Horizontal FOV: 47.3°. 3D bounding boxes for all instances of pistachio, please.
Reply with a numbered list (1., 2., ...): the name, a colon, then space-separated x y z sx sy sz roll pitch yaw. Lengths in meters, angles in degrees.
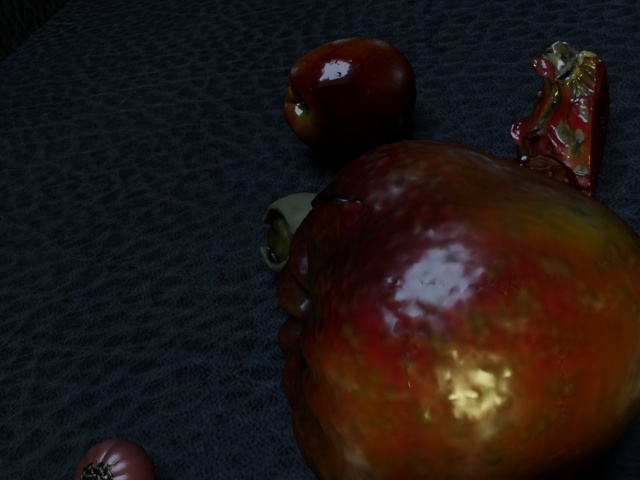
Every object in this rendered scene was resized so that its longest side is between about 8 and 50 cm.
1. pistachio: 0.000 0.000 1.091 0.238 0.153 0.138 9 89 36

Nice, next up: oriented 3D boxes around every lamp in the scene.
1. lamp: -0.254 0.299 0.901 0.107 0.092 0.107 -7 73 25

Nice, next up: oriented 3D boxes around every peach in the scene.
1. peach: 0.055 -0.253 1.301 0.243 0.199 0.243 -13 0 0

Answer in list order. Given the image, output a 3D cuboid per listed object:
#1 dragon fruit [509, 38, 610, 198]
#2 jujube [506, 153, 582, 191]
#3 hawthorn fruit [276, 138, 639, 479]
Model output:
1. dragon fruit: 0.356 -0.196 1.088 0.134 0.211 0.262 8 42 23
2. jujube: 0.246 -0.026 0.987 0.230 0.155 0.155 -30 39 -22
3. hawthorn fruit: 0.152 0.090 0.748 0.403 0.403 0.403 -14 40 12
